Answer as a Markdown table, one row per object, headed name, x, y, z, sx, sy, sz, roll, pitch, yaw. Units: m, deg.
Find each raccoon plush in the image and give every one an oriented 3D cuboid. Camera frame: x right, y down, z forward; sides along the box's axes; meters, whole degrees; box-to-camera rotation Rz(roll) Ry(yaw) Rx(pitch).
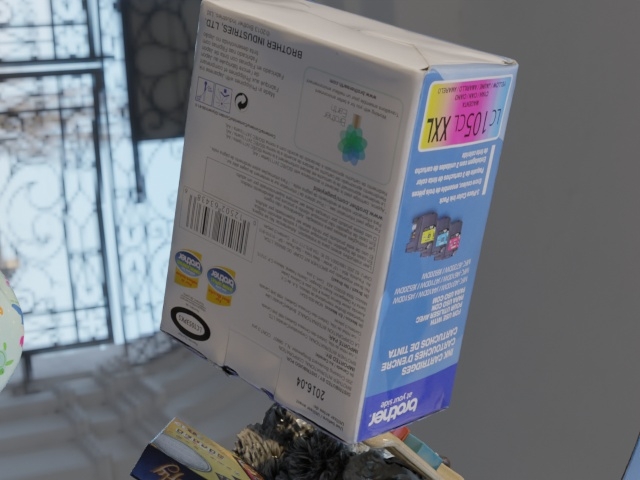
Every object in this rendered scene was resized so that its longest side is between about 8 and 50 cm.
| name | x | y | z | sx | sy | sz | roll | pitch | yaw |
| --- | --- | --- | --- | --- | --- | --- | --- | --- | --- |
| raccoon plush | -0.019 | 0.415 | 1.540 | 0.446 | 0.216 | 0.299 | -51 | -146 | 4 |

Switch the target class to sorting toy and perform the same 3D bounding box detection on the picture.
| name | x | y | z | sx | sy | sz | roll | pitch | yaw |
| --- | --- | --- | --- | --- | --- | --- | --- | --- | --- |
| sorting toy | 0.020 | 0.187 | 1.429 | 0.307 | 0.229 | 0.041 | 30 | -96 | 38 |

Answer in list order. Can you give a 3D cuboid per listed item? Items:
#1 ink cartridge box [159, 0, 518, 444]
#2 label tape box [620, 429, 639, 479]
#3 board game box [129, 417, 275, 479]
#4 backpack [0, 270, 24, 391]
| name | x | y | z | sx | sy | sz | roll | pitch | yaw |
| --- | --- | --- | --- | --- | --- | --- | --- | --- | --- |
| ink cartridge box | 0.000 | 0.000 | 1.102 | 0.270 | 0.151 | 0.396 | 26 | -67 | 38 |
| label tape box | 0.424 | 0.192 | 1.032 | 0.241 | 0.333 | 0.106 | 86 | 14 | -55 |
| board game box | -0.083 | 0.290 | 1.339 | 0.042 | 0.243 | 0.165 | -58 | 178 | 2 |
| backpack | -0.403 | 0.093 | 1.073 | 0.225 | 0.253 | 0.191 | 46 | -5 | 29 |
